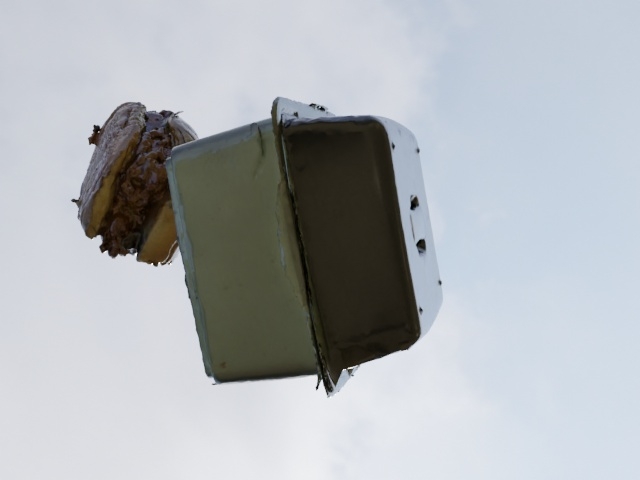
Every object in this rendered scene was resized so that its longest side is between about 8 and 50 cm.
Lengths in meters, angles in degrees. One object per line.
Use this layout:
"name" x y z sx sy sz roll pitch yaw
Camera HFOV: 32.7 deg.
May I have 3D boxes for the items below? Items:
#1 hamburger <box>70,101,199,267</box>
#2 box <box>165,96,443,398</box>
"hamburger" -0.238 -0.087 1.481 0.155 0.245 0.282 24 -115 -19
"box" 0.000 0.000 0.880 0.290 0.166 0.220 -22 -77 -79
